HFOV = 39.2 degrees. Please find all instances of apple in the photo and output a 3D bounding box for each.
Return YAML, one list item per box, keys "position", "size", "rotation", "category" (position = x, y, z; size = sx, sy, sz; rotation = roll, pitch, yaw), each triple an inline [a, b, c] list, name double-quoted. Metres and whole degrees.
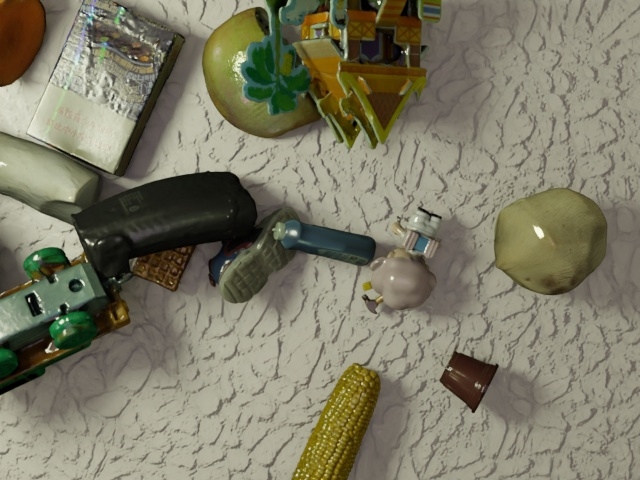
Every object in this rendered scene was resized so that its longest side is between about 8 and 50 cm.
- position: [-0.133, -0.312, 1.746]
  size: [0.193, 0.120, 0.265]
  rotation: [-32, 88, 12]
  category: "apple"

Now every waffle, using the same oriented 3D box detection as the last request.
- position: [-0.305, 0.019, 1.796]
  size: [0.103, 0.042, 0.148]
  rotation: [24, 93, 2]
  category: "waffle"

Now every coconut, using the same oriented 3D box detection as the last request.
- position: [0.425, 0.008, 1.698]
  size: [0.224, 0.224, 0.224]
  rotation: [0, 92, 2]
  category: "coconut"

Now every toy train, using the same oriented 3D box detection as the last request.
- position: [-0.548, 0.169, 1.715]
  size: [0.429, 0.249, 0.178]
  rotation: [-25, 71, -11]
  category: "toy train"

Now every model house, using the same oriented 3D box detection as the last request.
- position: [0.041, -0.320, 1.617]
  size: [0.358, 0.243, 0.312]
  rotation: [-4, 96, -37]
  category: "model house"

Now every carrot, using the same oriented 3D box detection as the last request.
- position: [-0.672, -0.481, 1.710]
  size: [0.331, 0.193, 0.214]
  rotation: [45, 130, 4]
  category: "carrot"

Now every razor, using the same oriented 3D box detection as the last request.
- position: [-0.291, -0.042, 1.685]
  size: [0.327, 0.189, 0.107]
  rotation: [-17, 125, -20]
  category: "razor"

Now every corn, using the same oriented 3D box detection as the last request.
- position: [0.033, 0.389, 1.769]
  size: [0.106, 0.106, 0.305]
  rotation: [24, 92, 1]
  category: "corn"

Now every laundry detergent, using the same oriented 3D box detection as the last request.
- position: [-0.001, 0.001, 1.729]
  size: [0.206, 0.097, 0.061]
  rotation: [13, 87, -23]
  category: "laundry detergent"

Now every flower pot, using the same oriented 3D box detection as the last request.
- position: [0.286, 0.270, 1.764]
  size: [0.089, 0.111, 0.111]
  rotation: [27, 93, 15]
  category: "flower pot"

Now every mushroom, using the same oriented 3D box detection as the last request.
- position: [-0.618, -0.155, 1.738]
  size: [0.397, 0.177, 0.126]
  rotation: [23, 76, 4]
  category: "mushroom"

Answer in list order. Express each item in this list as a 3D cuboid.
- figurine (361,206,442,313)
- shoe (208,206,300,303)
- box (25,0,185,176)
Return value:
- position: [0.172, 0.049, 1.749]
  size: [0.137, 0.112, 0.228]
  rotation: [23, 92, -22]
  category: "figurine"
- position: [-0.138, 0.021, 1.777]
  size: [0.227, 0.126, 0.099]
  rotation: [-48, 127, -20]
  category: "shoe"
- position: [-0.422, -0.303, 1.767]
  size: [0.198, 0.084, 0.310]
  rotation: [25, 93, 1]
  category: "box"
